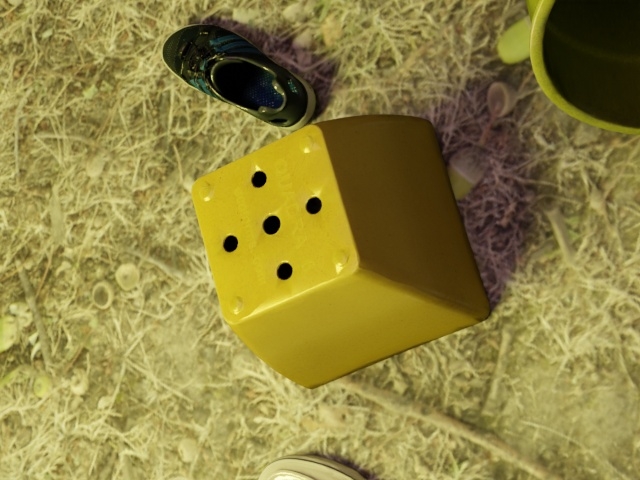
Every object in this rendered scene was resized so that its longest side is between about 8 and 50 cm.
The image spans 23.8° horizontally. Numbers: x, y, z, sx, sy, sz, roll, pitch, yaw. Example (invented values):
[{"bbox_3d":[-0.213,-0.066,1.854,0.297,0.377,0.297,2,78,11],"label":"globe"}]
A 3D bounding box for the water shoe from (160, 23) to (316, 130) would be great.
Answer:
[{"bbox_3d":[-0.094,-0.178,1.552,0.203,0.080,0.073,27,94,30],"label":"water shoe"}]

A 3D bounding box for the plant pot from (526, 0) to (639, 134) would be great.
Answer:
[{"bbox_3d":[0.305,-0.332,1.231,0.366,0.366,0.353,-26,58,23],"label":"plant pot"}]

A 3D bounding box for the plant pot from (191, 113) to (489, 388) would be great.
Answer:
[{"bbox_3d":[0.000,0.000,1.407,0.212,0.187,0.212,-24,70,24],"label":"plant pot"}]

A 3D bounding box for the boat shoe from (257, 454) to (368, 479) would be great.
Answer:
[{"bbox_3d":[0.033,0.276,1.399,0.258,0.084,0.095,27,95,30],"label":"boat shoe"}]
